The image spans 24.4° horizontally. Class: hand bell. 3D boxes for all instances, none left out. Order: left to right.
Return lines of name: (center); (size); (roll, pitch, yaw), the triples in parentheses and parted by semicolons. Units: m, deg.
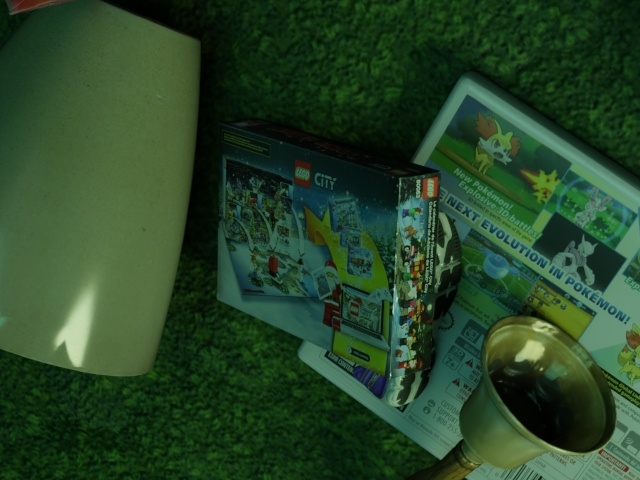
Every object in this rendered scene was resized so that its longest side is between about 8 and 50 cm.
hand bell: (0.118, 0.180, 1.210); (0.126, 0.126, 0.242); (44, 129, 5)

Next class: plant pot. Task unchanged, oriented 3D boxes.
plant pot: (-0.210, -0.065, 1.236); (0.256, 0.256, 0.274); (24, 97, 14)

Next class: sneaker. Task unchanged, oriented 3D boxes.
sneaker: (0.062, 0.052, 1.203); (0.071, 0.068, 0.170); (26, 111, 28)

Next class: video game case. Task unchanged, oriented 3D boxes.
video game case: (0.181, 0.073, 1.213); (0.329, 0.036, 0.300); (35, 116, 10)

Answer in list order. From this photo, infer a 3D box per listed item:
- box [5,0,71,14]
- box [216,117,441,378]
box: (-0.143, -0.259, 1.121); (0.122, 0.257, 0.128); (-13, 101, 24)
box: (0.000, 0.000, 1.198); (0.233, 0.044, 0.159); (21, 114, 48)
